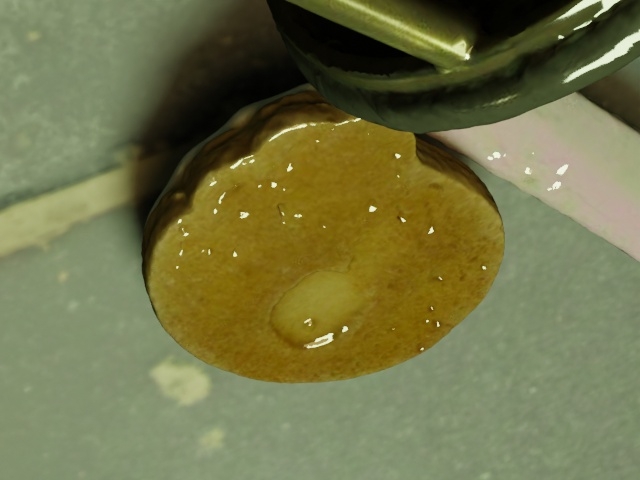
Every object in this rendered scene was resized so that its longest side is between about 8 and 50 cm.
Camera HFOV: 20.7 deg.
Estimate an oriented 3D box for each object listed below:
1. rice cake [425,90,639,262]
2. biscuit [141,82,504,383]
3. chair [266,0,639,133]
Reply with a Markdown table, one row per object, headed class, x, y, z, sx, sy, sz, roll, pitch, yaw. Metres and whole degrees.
| class | x | y | z | sx | sy | sz | roll | pitch | yaw |
| --- | --- | --- | --- | --- | --- | --- | --- | --- | --- |
| rice cake | 0.144 | -0.045 | 0.968 | 0.365 | 0.056 | 0.073 | 29 | 102 | -32 |
| biscuit | 0.000 | 0.000 | 0.925 | 0.181 | 0.049 | 0.208 | -37 | 138 | 20 |
| chair | -0.024 | -0.264 | 0.613 | 0.410 | 0.365 | 0.362 | 34 | 101 | -36 |
